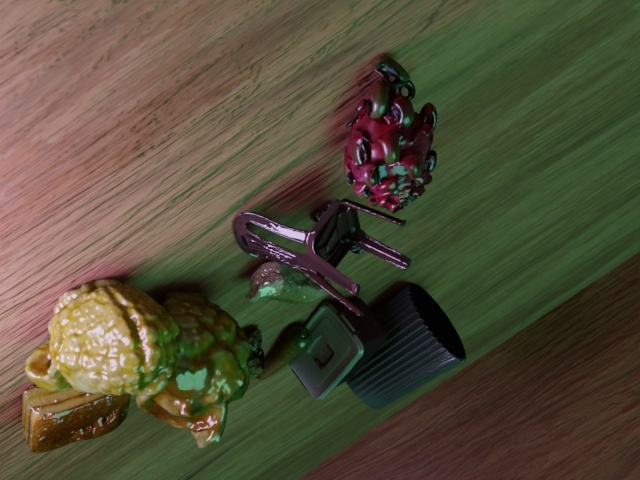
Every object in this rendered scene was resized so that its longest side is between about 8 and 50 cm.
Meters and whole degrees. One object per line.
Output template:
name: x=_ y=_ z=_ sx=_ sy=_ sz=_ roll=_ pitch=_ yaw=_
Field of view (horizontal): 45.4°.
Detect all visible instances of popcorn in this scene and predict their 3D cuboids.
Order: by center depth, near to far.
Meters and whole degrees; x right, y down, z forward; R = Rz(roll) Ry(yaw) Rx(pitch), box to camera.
popcorn: x=-0.415 y=0.185 z=1.479 sx=0.285 sy=0.225 sz=0.174 roll=2 pitch=167 yaw=11
popcorn: x=-0.291 y=0.271 z=1.694 sx=0.335 sy=0.274 sz=0.279 roll=38 pitch=90 yaw=-37

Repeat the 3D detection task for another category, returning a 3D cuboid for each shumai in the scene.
shumai: x=-0.189 y=0.318 z=2.065 sx=0.139 sy=0.105 sz=0.123 roll=-39 pitch=175 yaw=33

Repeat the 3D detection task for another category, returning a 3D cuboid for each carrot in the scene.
carrot: x=-0.125 y=0.347 z=2.263 sx=0.078 sy=0.078 sz=0.298 roll=-5 pitch=148 yaw=-45

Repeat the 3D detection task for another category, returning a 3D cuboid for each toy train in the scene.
toy train: x=0.049 y=-0.022 z=1.770 sx=0.071 sy=0.105 sz=0.178 roll=-43 pitch=154 yaw=10

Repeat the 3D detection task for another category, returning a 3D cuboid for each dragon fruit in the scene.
dragon fruit: x=0.140 y=-0.189 z=1.469 sx=0.218 sy=0.198 sz=0.273 roll=-40 pitch=160 yaw=-28

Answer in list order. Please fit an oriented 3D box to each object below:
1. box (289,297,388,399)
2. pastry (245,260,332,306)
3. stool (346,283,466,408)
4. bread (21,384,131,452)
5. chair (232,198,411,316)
box: x=0.053 y=0.312 z=2.260 sx=0.167 sy=0.193 sz=0.294 roll=-13 pitch=148 yaw=-46
pastry: x=-0.088 y=0.110 z=1.857 sx=0.121 sy=0.089 sz=0.258 roll=-39 pitch=153 yaw=19
stool: x=0.246 y=0.348 z=2.438 sx=0.330 sy=0.297 sz=0.297 roll=-38 pitch=154 yaw=18
bread: x=-0.564 y=0.391 z=1.773 sx=0.234 sy=0.111 sz=0.184 roll=-15 pitch=148 yaw=-32
chair: x=0.000 y=0.000 z=1.596 sx=0.183 sy=0.326 sz=0.176 roll=-50 pitch=152 yaw=-22
